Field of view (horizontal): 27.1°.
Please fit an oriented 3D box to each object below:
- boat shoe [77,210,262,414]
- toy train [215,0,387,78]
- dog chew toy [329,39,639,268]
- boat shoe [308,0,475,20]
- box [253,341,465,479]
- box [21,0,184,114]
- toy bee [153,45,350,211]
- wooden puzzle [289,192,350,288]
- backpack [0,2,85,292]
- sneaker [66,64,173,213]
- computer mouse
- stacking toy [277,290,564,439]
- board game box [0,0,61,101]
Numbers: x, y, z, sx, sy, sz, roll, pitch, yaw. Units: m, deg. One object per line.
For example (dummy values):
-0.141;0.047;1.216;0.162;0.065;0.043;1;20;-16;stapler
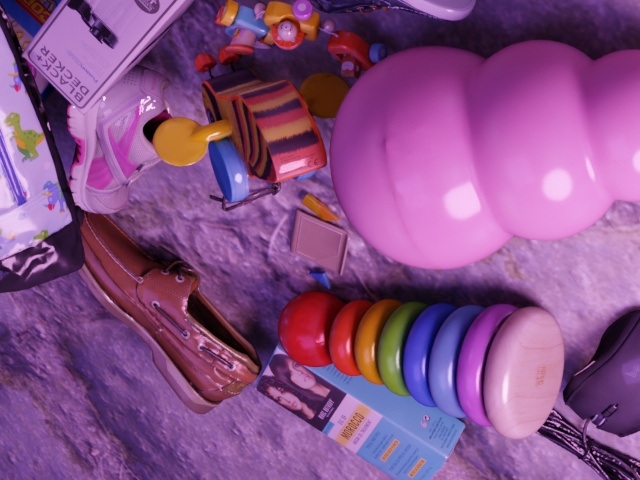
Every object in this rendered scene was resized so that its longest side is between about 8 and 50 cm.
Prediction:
-0.191;0.066;1.632;0.104;0.111;0.307;-34;104;20;boat shoe
-0.026;-0.188;1.287;0.166;0.046;0.125;9;165;32;toy train
0.178;-0.086;1.180;0.332;0.206;0.206;-8;123;28;dog chew toy
0.054;-0.236;1.221;0.183;0.065;0.083;30;146;11;boat shoe
0.046;0.202;1.619;0.244;0.060;0.100;32;138;4;box
-0.151;-0.258;1.250;0.087;0.169;0.290;43;139;-9;box
-0.086;-0.121;1.341;0.298;0.195;0.162;-18;92;54;toy bee
0.000;0.000;1.502;0.078;0.014;0.116;32;138;11;wooden puzzle
-0.403;-0.145;1.342;0.290;0.273;0.355;36;134;46;backpack
-0.218;-0.107;1.479;0.111;0.103;0.252;9;150;-3;sneaker
0.340;0.194;1.419;0.184;0.060;0.262;35;139;2;computer mouse
0.096;0.118;1.475;0.330;0.141;0.141;10;133;36;stacking toy
-0.441;-0.250;1.507;0.302;0.086;0.308;43;138;-9;board game box
